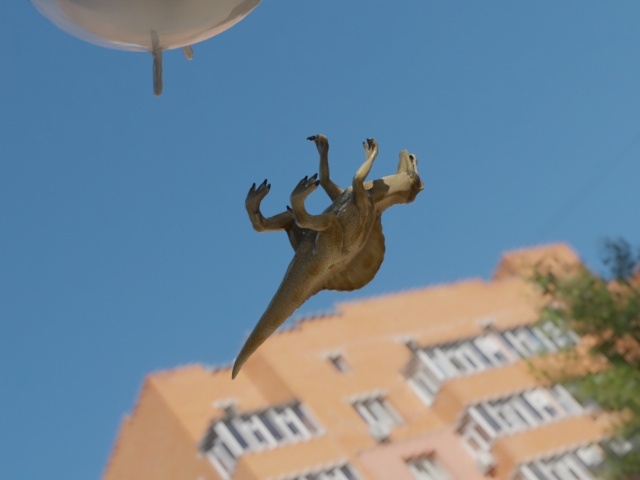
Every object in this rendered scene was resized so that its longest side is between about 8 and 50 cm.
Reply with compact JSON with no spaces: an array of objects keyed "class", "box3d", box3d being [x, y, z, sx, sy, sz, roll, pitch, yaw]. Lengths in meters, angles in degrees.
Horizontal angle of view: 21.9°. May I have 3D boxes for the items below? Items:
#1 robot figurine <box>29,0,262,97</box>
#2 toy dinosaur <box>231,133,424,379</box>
[{"class":"robot figurine","box3d":[-0.130,-0.283,1.142,0.300,0.200,0.353,-47,-48,-62]},{"class":"toy dinosaur","box3d":[0.000,0.000,0.995,0.183,0.053,0.092,-47,-58,-16]}]
